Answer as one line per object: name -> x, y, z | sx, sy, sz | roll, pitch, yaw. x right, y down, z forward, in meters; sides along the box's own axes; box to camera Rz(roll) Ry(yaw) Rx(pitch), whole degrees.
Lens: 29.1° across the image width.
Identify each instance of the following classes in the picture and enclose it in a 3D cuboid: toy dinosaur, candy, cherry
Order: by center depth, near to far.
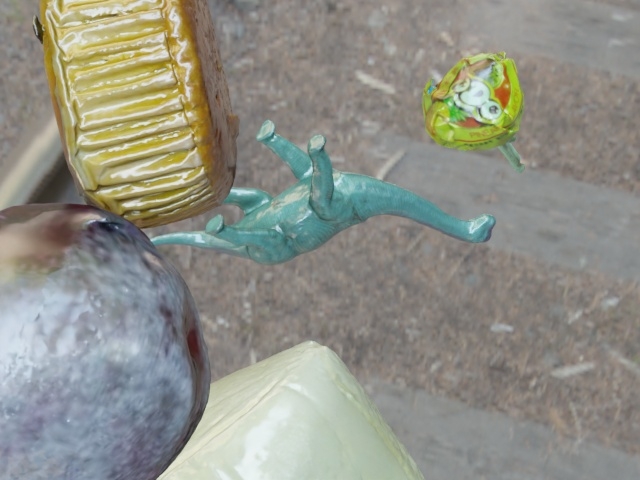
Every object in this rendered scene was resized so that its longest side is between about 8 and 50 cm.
cherry -> -0.152, 0.072, 0.677 | 0.195, 0.195, 0.195 | 1, 49, -1
candy -> 0.141, -0.090, 1.008 | 0.077, 0.262, 0.073 | -16, 78, 14
toy dinosaur -> 0.000, 0.000, 1.652 | 0.383, 0.331, 0.129 | -33, 40, 24

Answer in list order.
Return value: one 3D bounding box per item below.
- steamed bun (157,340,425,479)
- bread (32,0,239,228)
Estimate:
steamed bun -> -0.032, 0.272, 1.260 | 0.273, 0.272, 0.290 | -42, 103, 2
bread -> -0.110, -0.100, 0.791 | 0.104, 0.199, 0.199 | -11, 50, 0
